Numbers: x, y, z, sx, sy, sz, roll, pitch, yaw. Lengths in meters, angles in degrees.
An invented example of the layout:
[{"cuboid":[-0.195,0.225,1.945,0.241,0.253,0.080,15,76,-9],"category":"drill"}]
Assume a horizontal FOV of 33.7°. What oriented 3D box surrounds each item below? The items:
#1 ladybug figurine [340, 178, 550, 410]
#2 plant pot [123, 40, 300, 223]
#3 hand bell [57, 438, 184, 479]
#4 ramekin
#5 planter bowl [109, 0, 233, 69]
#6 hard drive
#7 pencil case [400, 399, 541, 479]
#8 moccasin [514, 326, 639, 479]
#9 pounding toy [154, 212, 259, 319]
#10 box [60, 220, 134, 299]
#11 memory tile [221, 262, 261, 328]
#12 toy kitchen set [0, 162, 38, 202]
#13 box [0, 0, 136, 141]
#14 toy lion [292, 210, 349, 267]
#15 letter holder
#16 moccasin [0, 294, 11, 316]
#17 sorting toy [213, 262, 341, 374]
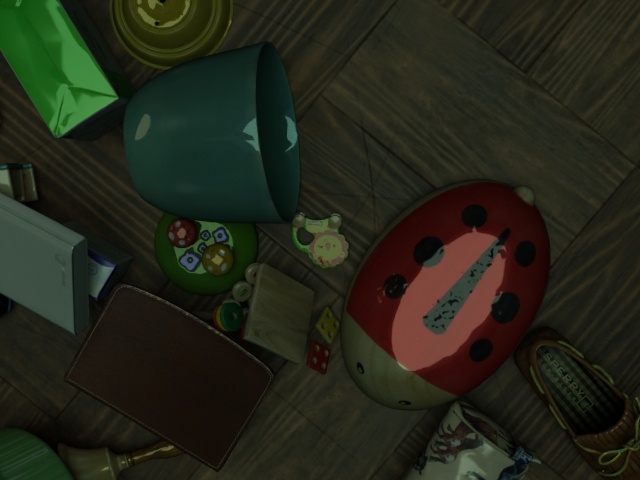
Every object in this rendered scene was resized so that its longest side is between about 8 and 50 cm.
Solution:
[{"cuboid":[0.213,0.091,1.768,0.305,0.162,0.449,34,94,0],"category":"ladybug figurine"},{"cuboid":[-0.179,-0.163,1.717,0.235,0.293,0.292,-5,93,11],"category":"plant pot"},{"cuboid":[-0.324,0.381,1.851,0.242,0.126,0.126,-15,93,-10],"category":"hand bell"},{"cuboid":[-0.528,0.462,1.765,0.304,0.148,0.303,15,115,33],"category":"ramekin"},{"cuboid":[-0.260,-0.402,1.793,0.217,0.090,0.217,0,94,2],"category":"planter bowl"},{"cuboid":[-0.511,0.011,1.717,0.308,0.040,0.203,26,134,17],"category":"hard drive"},{"cuboid":[0.196,0.485,1.793,0.184,0.160,0.410,33,94,-1],"category":"pencil case"},{"cuboid":[0.483,0.304,1.777,0.139,0.147,0.380,-36,92,4],"category":"moccasin"},{"cuboid":[-0.204,0.036,1.807,0.183,0.110,0.236,5,93,2],"category":"pounding toy"},{"cuboid":[-0.401,0.032,1.800,0.126,0.137,0.072,31,96,0],"category":"box"},{"cuboid":[-0.093,0.113,1.819,0.148,0.012,0.113,34,94,-32],"category":"memory tile"},{"cuboid":[-0.601,-0.110,1.784,0.207,0.166,0.122,-9,94,3],"category":"toy kitchen set"},{"cuboid":[-0.425,-0.302,1.734,0.127,0.231,0.262,-31,91,4],"category":"box"},{"cuboid":[0.000,0.000,1.839,0.100,0.034,0.096,3,101,2],"category":"toy lion"},{"cuboid":[-0.235,0.203,1.782,0.302,0.152,0.214,31,103,0],"category":"letter holder"},{"cuboid":[-0.716,0.105,1.826,0.342,0.117,0.137,-11,93,3],"category":"moccasin"},{"cuboid":[-0.072,0.128,1.765,0.046,0.275,0.132,-11,59,41],"category":"sorting toy"}]
